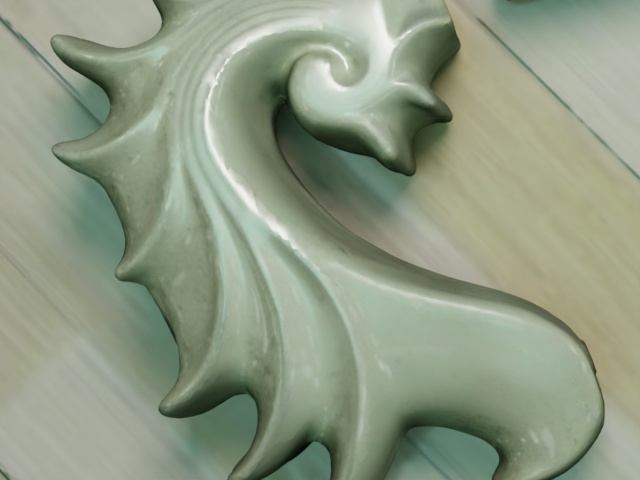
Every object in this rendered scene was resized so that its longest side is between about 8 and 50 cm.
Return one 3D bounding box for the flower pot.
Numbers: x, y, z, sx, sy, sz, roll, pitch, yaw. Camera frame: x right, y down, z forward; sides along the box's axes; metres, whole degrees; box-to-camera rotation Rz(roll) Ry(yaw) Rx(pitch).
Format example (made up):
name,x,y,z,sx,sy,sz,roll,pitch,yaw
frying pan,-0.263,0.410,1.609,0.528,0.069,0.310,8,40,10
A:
name,x,y,z,sx,sy,sz,roll,pitch,yaw
flower pot,0.000,0.000,1.192,0.254,0.164,0.367,-21,88,6
